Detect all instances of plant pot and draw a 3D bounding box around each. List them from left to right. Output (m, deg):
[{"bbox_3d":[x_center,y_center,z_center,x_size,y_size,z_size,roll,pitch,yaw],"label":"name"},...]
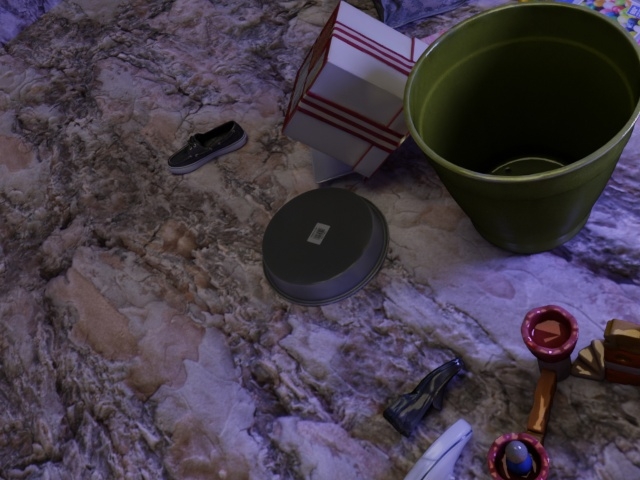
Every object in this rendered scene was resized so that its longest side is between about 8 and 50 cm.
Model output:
[{"bbox_3d":[0.364,-0.157,1.170,0.366,0.353,0.366,-10,57,15],"label":"plant pot"}]

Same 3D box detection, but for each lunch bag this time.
[{"bbox_3d":[0.266,-0.717,1.738,0.287,0.169,0.235,-17,54,4],"label":"lunch bag"}]

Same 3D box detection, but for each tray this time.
[{"bbox_3d":[0.045,-0.249,1.590,0.145,0.030,0.270,-17,52,13],"label":"tray"}]

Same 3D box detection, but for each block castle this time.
[{"bbox_3d":[0.490,0.268,0.914,0.453,0.213,0.303,9,61,29],"label":"block castle"}]

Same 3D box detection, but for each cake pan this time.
[{"bbox_3d":[0.000,0.000,1.419,0.293,0.054,0.293,-11,53,15],"label":"cake pan"}]

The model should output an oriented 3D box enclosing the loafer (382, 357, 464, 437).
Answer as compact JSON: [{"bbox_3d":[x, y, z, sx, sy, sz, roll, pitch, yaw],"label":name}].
[{"bbox_3d":[0.191,0.272,1.149,0.170,0.062,0.061,-40,73,-2],"label":"loafer"}]

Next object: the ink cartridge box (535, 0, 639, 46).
[{"bbox_3d":[0.596,-0.462,1.437,0.311,0.065,0.186,30,72,23],"label":"ink cartridge box"}]

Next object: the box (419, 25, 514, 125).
[{"bbox_3d":[0.316,-0.316,1.440,0.142,0.154,0.300,-19,52,10],"label":"box"}]

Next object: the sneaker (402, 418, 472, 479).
[{"bbox_3d":[0.172,0.406,1.048,0.091,0.094,0.258,37,80,19],"label":"sneaker"}]

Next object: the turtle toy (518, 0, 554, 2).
[{"bbox_3d":[0.532,-0.545,1.561,0.095,0.066,0.130,-22,52,-1],"label":"turtle toy"}]

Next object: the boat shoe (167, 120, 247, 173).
[{"bbox_3d":[-0.305,-0.248,1.710,0.228,0.076,0.080,-19,51,10],"label":"boat shoe"}]

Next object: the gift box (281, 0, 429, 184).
[{"bbox_3d":[0.083,-0.289,1.385,0.255,0.258,0.276,-47,26,51],"label":"gift box"}]
